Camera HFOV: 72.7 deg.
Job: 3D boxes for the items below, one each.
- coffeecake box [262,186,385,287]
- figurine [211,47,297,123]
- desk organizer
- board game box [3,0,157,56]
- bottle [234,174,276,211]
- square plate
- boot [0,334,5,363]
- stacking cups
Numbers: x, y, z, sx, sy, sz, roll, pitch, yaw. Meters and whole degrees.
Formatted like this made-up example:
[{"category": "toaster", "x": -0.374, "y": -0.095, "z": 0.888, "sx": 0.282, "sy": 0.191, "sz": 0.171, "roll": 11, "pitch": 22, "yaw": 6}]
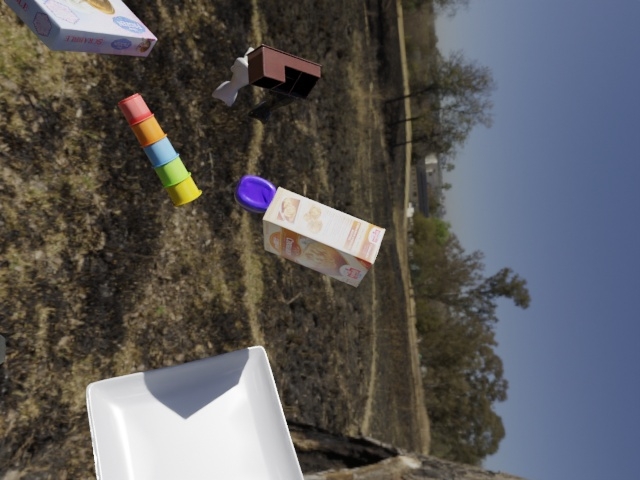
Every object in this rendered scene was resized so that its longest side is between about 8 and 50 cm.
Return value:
[{"category": "coffeecake box", "x": 0.000, "y": 0.000, "z": 0.746, "sx": 0.142, "sy": 0.186, "sz": 0.068, "roll": 105, "pitch": 7, "yaw": -68}, {"category": "figurine", "x": -0.203, "y": -0.456, "z": 1.338, "sx": 0.215, "sy": 0.209, "sz": 0.092, "roll": 21, "pitch": 58, "yaw": -33}, {"category": "desk organizer", "x": -0.059, "y": -0.282, "z": 0.739, "sx": 0.130, "sy": 0.047, "sz": 0.050, "roll": -2, "pitch": 88, "yaw": -44}, {"category": "board game box", "x": -0.612, "y": -0.585, "z": 1.039, "sx": 0.318, "sy": 0.066, "sz": 0.318, "roll": 46, "pitch": 27, "yaw": -3}, {"category": "bottle", "x": -0.206, "y": -0.135, "z": 1.343, "sx": 0.283, "sy": 0.118, "sz": 0.092, "roll": -174, "pitch": -74, "yaw": -78}, {"category": "square plate", "x": -0.220, "y": 0.394, "z": 0.800, "sx": 0.049, "sy": 0.347, "sz": 0.344, "roll": -52, "pitch": -129, "yaw": 47}, {"category": "boot", "x": -0.584, "y": 0.169, "z": 0.615, "sx": 0.198, "sy": 0.137, "sz": 0.076, "roll": 20, "pitch": 56, "yaw": -61}, {"category": "stacking cups", "x": -0.455, "y": -0.253, "z": 1.232, "sx": 0.096, "sy": 0.096, "sz": 0.316, "roll": -71, "pitch": 140, "yaw": -59}]
